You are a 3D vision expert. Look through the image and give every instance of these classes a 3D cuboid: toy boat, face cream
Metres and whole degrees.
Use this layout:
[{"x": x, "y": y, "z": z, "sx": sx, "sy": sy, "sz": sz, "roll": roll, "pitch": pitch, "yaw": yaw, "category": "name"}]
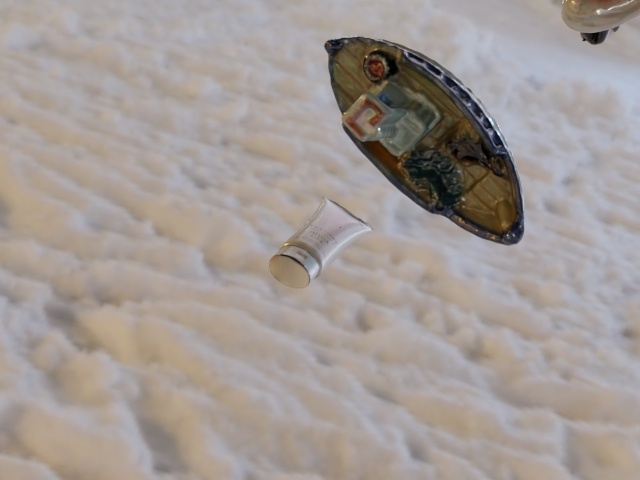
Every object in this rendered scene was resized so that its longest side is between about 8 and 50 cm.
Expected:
[{"x": 0.098, "y": -0.095, "z": 1.357, "sx": 0.262, "sy": 0.114, "sz": 0.115, "roll": 41, "pitch": 30, "yaw": -7, "category": "toy boat"}, {"x": 0.000, "y": 0.000, "z": 0.832, "sx": 0.038, "sy": 0.020, "sz": 0.115, "roll": 33, "pitch": 24, "yaw": 6, "category": "face cream"}]

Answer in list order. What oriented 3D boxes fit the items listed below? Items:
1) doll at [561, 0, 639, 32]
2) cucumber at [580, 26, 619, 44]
[{"x": 0.247, "y": -0.153, "z": 0.746, "sx": 0.290, "sy": 0.161, "sz": 0.130, "roll": 13, "pitch": -7, "yaw": 0, "category": "doll"}, {"x": 0.174, "y": -0.177, "z": 0.869, "sx": 0.033, "sy": 0.134, "sz": 0.034, "roll": -25, "pitch": 39, "yaw": -12, "category": "cucumber"}]
